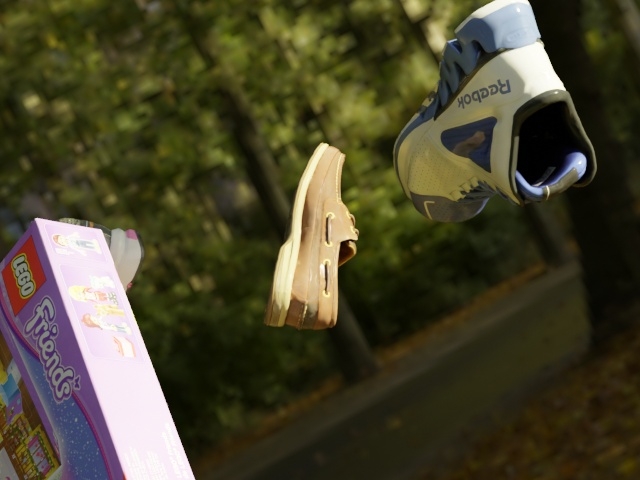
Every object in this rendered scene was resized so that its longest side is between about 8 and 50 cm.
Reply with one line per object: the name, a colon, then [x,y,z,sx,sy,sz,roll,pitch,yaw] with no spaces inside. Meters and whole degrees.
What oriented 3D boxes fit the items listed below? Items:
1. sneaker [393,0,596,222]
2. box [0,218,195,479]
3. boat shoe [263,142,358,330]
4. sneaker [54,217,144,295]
sneaker: [0.186,-0.088,2.082,0.127,0.182,0.315,-18,-29,-23]
box: [-0.170,0.161,1.248,0.057,0.293,0.201,11,-47,-41]
boat shoe: [0.000,0.000,1.588,0.064,0.060,0.178,104,180,-53]
sneaker: [-0.200,0.054,1.451,0.178,0.077,0.072,-61,17,17]
